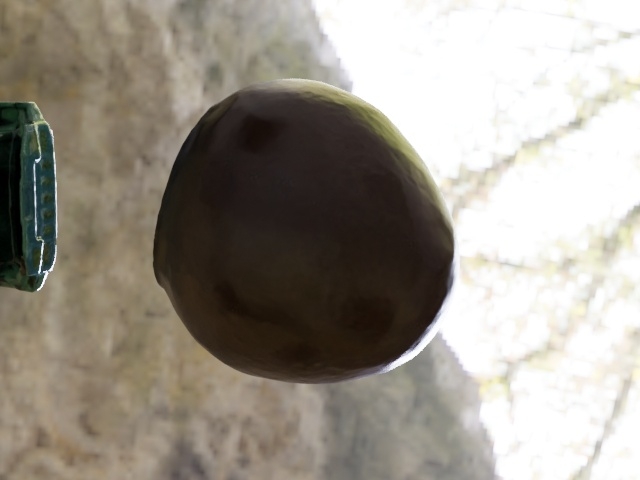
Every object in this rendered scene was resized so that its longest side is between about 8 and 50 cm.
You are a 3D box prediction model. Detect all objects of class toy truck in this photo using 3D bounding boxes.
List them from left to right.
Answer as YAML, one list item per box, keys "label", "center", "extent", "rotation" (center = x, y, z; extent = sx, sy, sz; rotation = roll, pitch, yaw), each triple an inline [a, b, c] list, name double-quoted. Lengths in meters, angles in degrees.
- label: "toy truck"
  center: [-0.326, -0.038, 1.318]
  extent: [0.279, 0.155, 0.156]
  rotation: [3, -171, 27]

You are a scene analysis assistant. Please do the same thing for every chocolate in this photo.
- label: "chocolate"
  center: [0.000, 0.000, 0.953]
  extent: [0.177, 0.176, 0.177]
  rotation: [7, -162, -2]
